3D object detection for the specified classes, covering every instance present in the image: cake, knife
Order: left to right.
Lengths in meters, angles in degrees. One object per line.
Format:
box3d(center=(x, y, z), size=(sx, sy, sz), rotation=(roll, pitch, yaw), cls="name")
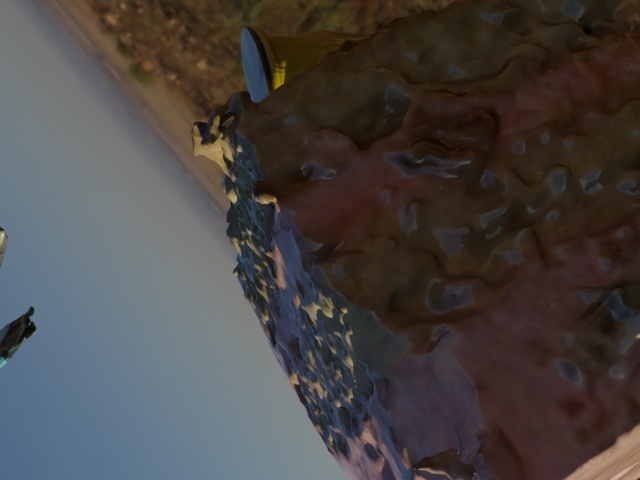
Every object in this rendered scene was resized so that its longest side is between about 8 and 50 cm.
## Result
box3d(center=(-0.342, 0.163, 0.913), size=(0.044, 0.296, 0.026), rotation=(30, 160, 55), cls="knife")
box3d(center=(0.124, 0.029, 0.761), size=(0.307, 0.314, 0.293), rotation=(54, 164, 25), cls="cake")

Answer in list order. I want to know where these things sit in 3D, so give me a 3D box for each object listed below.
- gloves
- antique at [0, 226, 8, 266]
box3d(center=(0.069, -0.204, 1.225), size=(0.116, 0.294, 0.133), rotation=(90, 162, -47), cls="gloves")
box3d(center=(-0.443, 0.007, 1.232), size=(0.183, 0.086, 0.088), rotation=(7, -165, -43), cls="antique")
